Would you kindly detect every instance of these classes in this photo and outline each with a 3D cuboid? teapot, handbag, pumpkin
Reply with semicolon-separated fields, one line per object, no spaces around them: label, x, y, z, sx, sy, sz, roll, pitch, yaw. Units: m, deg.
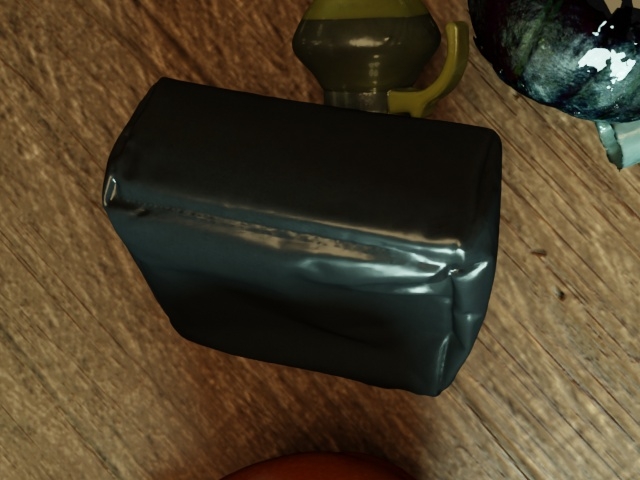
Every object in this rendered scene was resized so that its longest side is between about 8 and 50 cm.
teapot;0.054;-0.154;0.689;0.165;0.130;0.119;13;114;42
handbag;0.001;-0.003;0.691;0.302;0.275;0.178;9;61;13
pumpkin;0.223;-0.201;0.621;0.233;0.233;0.163;34;140;5

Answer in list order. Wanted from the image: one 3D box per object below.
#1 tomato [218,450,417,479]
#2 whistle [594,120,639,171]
tomato;-0.011;0.329;0.626;0.273;0.341;0.341;-5;93;1
whistle;0.394;-0.141;0.677;0.312;0.062;0.062;-20;90;9
